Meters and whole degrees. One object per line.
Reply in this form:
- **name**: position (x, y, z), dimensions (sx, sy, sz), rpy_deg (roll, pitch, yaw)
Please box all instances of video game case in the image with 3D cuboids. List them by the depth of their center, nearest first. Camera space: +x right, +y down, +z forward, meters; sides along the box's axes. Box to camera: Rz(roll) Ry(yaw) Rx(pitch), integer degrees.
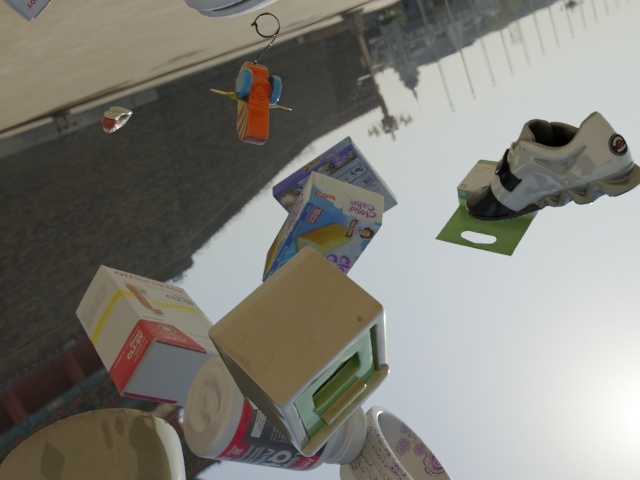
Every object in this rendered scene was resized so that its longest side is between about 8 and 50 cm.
- **video game case**: position (0.042, -0.129, 1.782), dimensions (0.270, 0.244, 0.061), rpy_deg (-32, -147, 16)

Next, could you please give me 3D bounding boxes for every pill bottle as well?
- **pill bottle**: position (-0.074, 0.329, 1.158), dimensions (0.319, 0.176, 0.176), rpy_deg (21, 171, -32)

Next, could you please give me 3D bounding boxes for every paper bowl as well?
- **paper bowl**: position (0.151, 0.496, 1.290), dimensions (0.148, 0.284, 0.284), rpy_deg (-45, -166, 10)

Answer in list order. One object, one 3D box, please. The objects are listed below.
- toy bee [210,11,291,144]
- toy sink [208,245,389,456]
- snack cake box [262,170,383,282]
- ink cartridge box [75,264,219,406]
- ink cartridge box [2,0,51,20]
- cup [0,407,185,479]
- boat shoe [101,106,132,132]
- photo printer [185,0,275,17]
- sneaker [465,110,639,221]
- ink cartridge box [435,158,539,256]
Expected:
- **toy bee**: position (-0.156, -0.371, 1.538), dimensions (0.162, 0.195, 0.298), rpy_deg (-8, -126, 64)
- **toy sink**: position (-0.012, 0.148, 0.745), dimensions (0.153, 0.234, 0.131), rpy_deg (-40, -119, -20)
- **snack cake box**: position (0.000, 0.000, 1.248), dimensions (0.264, 0.152, 0.089), rpy_deg (122, -18, -44)
- **ink cartridge box**: position (-0.414, 0.240, 1.585), dimensions (0.385, 0.279, 0.160), rpy_deg (35, -82, 46)
- **ink cartridge box**: position (-0.583, -0.531, 1.166), dimensions (0.082, 0.191, 0.139), rpy_deg (28, -102, 45)
- **cup**: position (-0.365, 0.485, 1.048), dimensions (0.331, 0.331, 0.237), rpy_deg (-25, -139, -14)
- **boat shoe**: position (-0.497, -0.297, 1.527), dimensions (0.049, 0.043, 0.137), rpy_deg (14, -159, -5)
- **photo printer**: position (-0.102, -0.507, 0.992), dimensions (0.256, 0.307, 0.107), rpy_deg (3, 167, 45)
- **sneaker**: position (0.352, -0.125, 1.030), dimensions (0.122, 0.146, 0.331), rpy_deg (-34, -171, -30)
- **ink cartridge box**: position (0.360, -0.076, 1.294), dimensions (0.171, 0.056, 0.235), rpy_deg (14, -134, 36)
